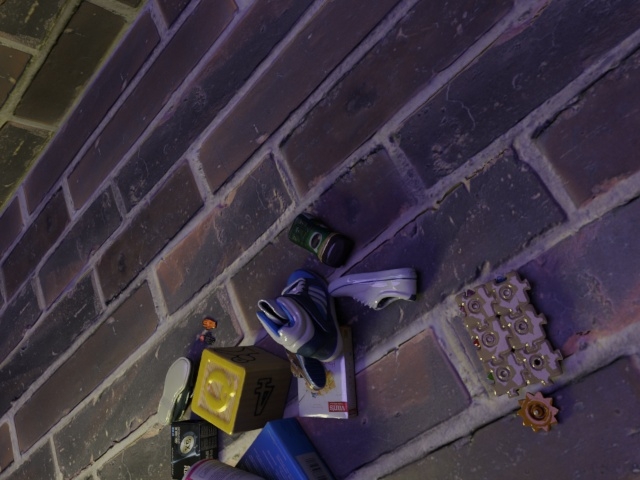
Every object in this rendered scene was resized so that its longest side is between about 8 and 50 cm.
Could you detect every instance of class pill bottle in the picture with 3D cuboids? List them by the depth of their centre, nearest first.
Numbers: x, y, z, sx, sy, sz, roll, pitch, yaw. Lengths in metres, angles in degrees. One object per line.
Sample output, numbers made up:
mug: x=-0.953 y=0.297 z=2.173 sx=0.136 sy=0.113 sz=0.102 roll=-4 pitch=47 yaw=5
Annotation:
pill bottle: x=-0.226 y=0.682 z=1.542 sx=0.283 sy=0.160 sz=0.160 roll=0 pitch=84 yaw=41

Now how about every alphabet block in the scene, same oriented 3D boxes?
alphabet block: x=-0.224 y=0.420 z=1.696 sx=0.193 sy=0.197 sz=0.193 roll=13 pitch=93 yaw=41

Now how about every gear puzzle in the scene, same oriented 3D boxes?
gear puzzle: x=0.431 y=0.243 z=1.280 sx=0.176 sy=0.044 sz=0.338 roll=-31 pitch=68 yaw=31

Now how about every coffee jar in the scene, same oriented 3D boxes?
coffee jar: x=0.000 y=0.000 z=1.642 sx=0.184 sy=0.079 sz=0.096 roll=34 pitch=104 yaw=38

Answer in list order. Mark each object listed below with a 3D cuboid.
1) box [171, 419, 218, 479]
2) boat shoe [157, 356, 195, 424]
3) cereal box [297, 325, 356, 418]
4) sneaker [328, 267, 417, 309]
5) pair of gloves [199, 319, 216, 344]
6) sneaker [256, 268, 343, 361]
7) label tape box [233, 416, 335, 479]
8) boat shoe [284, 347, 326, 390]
box: x=-0.403 y=0.671 z=1.890 sx=0.148 sy=0.078 sz=0.180 roll=-11 pitch=77 yaw=38
boat shoe: x=-0.465 y=0.499 z=1.965 sx=0.095 sy=0.079 sz=0.254 roll=25 pitch=103 yaw=37
cereal box: x=0.012 y=0.357 z=1.604 sx=0.173 sy=0.047 sz=0.239 roll=-12 pitch=76 yaw=38
sneaker: x=0.127 y=0.132 z=1.508 sx=0.258 sy=0.094 sz=0.091 roll=-13 pitch=71 yaw=37
pair of gloves: x=-0.374 y=0.304 z=1.959 sx=0.074 sy=0.010 sz=0.083 roll=4 pitch=88 yaw=40
sneaker: x=-0.074 y=0.159 z=1.542 sx=0.130 sy=0.236 sz=0.322 roll=-41 pitch=44 yaw=17
label tape box: x=-0.131 y=0.705 z=1.639 sx=0.249 sy=0.115 sz=0.347 roll=49 pitch=117 yaw=34
boat shoe: x=-0.043 y=0.335 z=1.586 sx=0.066 sy=0.066 sz=0.183 roll=-56 pitch=43 yaw=27
